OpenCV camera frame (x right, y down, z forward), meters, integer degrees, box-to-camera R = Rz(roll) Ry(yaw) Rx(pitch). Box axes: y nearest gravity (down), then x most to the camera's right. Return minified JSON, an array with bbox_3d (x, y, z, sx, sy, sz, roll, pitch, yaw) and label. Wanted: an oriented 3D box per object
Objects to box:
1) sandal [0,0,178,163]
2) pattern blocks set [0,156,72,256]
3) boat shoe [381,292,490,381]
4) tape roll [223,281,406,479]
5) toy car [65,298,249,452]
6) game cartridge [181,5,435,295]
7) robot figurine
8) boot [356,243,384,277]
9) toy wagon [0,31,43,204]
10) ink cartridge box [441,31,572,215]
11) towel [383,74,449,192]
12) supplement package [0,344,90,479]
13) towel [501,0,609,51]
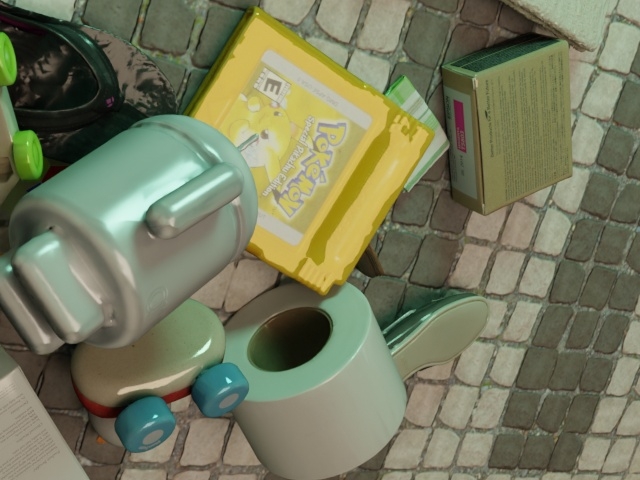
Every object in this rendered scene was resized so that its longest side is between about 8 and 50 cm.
[{"bbox_3d":[-0.355,-0.199,1.353,0.445,0.107,0.168,23,95,-33],"label":"sandal"},{"bbox_3d":[-0.313,-0.073,1.486,0.325,0.026,0.285,41,84,-28],"label":"pattern blocks set"},{"bbox_3d":[0.127,0.168,1.908,0.335,0.095,0.112,-32,127,-27],"label":"boat shoe"},{"bbox_3d":[-0.016,0.196,1.705,0.246,0.246,0.169,-36,126,-18],"label":"tape roll"},{"bbox_3d":[-0.236,0.199,1.615,0.210,0.219,0.238,-23,150,-27],"label":"toy car"},{"bbox_3d":[-0.037,-0.112,1.631,0.323,0.052,0.285,31,90,-23],"label":"game cartridge"},{"bbox_3d":[-0.209,-0.015,1.363,0.353,0.300,0.200,-41,107,-39],"label":"robot figurine"},{"bbox_3d":[0.000,0.000,1.749,0.106,0.082,0.219,-41,118,-3],"label":"boot"},{"bbox_3d":[-0.445,-0.098,1.314,0.267,0.068,0.345,-7,125,2],"label":"toy wagon"},{"bbox_3d":[0.294,-0.184,1.866,0.193,0.088,0.235,-22,121,-25],"label":"ink cartridge box"},{"bbox_3d":[0.125,-0.160,1.802,0.113,0.023,0.152,-48,127,-12],"label":"towel"},{"bbox_3d":[-0.429,0.266,1.468,0.199,0.198,0.263,-35,126,-19],"label":"supplement package"},{"bbox_3d":[0.354,-0.416,1.811,0.282,0.049,0.187,19,83,-39],"label":"towel"}]
